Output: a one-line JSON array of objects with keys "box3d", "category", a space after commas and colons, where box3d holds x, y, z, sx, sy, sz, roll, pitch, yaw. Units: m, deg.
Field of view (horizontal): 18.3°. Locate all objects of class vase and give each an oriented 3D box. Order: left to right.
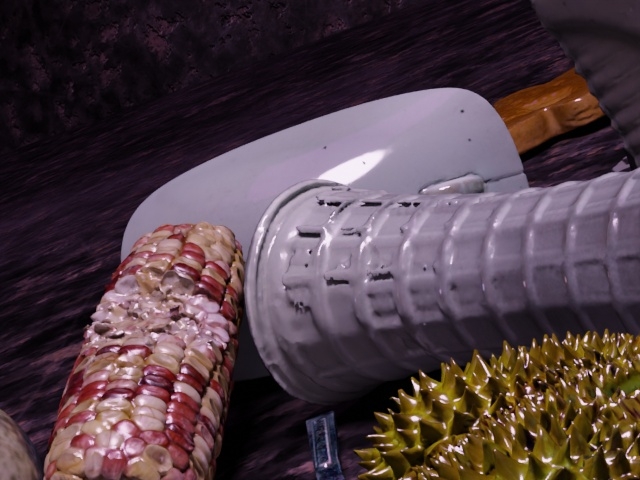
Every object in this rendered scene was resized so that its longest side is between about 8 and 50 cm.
[{"box3d": [0.106, 0.019, 1.125, 0.299, 0.143, 0.143, -8, 18, 45], "category": "vase"}]

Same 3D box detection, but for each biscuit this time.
[{"box3d": [0.188, -0.107, 1.806, 0.249, 0.035, 0.184, -27, 11, -17], "category": "biscuit"}]

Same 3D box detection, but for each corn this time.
[{"box3d": [-0.095, 0.077, 1.174, 0.098, 0.098, 0.290, -19, 30, 19], "category": "corn"}]

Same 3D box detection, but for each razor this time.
[{"box3d": [0.007, 0.121, 1.086, 0.066, 0.033, 0.190, -22, 10, 1], "category": "razor"}]

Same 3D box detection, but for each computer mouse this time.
[{"box3d": [-0.003, 0.000, 1.331, 0.288, 0.159, 0.097, -19, -9, 18], "category": "computer mouse"}]

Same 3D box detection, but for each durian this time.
[{"box3d": [0.080, 0.119, 0.686, 0.198, 0.146, 0.159, -40, 19, -18], "category": "durian"}]

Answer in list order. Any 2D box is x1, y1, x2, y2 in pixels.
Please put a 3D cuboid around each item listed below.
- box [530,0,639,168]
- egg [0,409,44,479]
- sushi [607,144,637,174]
[{"box3d": [0.258, -0.103, 1.122, 0.138, 0.274, 0.178, -32, 1, -44], "category": "box"}, {"box3d": [-0.238, 0.161, 1.103, 0.181, 0.141, 0.141, -35, 13, -9], "category": "egg"}, {"box3d": [0.299, -0.093, 1.491, 0.219, 0.047, 0.231, -14, 14, 36], "category": "sushi"}]
